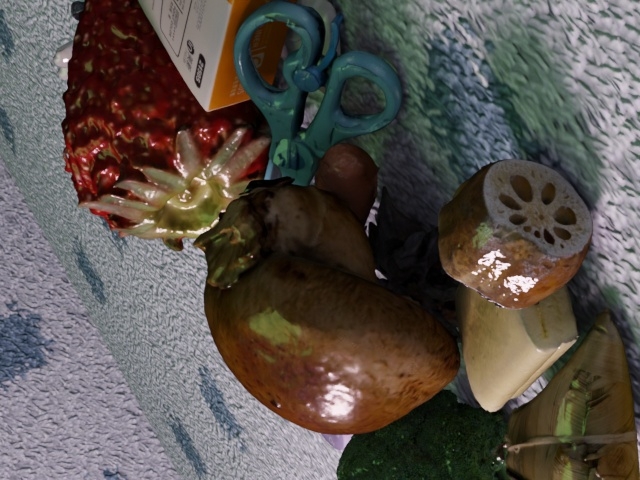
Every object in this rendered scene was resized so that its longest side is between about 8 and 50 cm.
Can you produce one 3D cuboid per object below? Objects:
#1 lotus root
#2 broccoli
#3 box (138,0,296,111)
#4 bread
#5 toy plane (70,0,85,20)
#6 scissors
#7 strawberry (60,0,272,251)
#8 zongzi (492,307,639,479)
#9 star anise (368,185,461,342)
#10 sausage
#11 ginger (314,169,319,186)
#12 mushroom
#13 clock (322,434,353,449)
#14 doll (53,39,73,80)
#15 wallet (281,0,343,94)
[{"bbox_3d":[0.165,-0.013,1.034,0.122,0.112,0.081,29,145,0],"label":"lotus root"},{"bbox_3d":[0.137,0.298,1.352,0.270,0.270,0.270,32,160,-7],"label":"broccoli"},{"bbox_3d":[-0.111,-0.305,1.290,0.220,0.091,0.273,57,150,25],"label":"box"},{"bbox_3d":[0.178,0.069,1.138,0.178,0.060,0.139,111,153,-66],"label":"bread"},{"bbox_3d":[-0.291,-0.358,1.625,0.271,0.105,0.254,60,-159,-79],"label":"toy plane"},{"bbox_3d":[-0.030,-0.104,1.324,0.180,0.032,0.393,27,145,3],"label":"scissors"},{"bbox_3d":[-0.193,-0.168,1.518,0.292,0.292,0.343,96,162,-56],"label":"strawberry"},{"bbox_3d":[0.230,0.152,1.133,0.194,0.099,0.197,-167,76,-76],"label":"zongzi"},{"bbox_3d":[0.096,0.037,1.320,0.180,0.061,0.204,59,160,9],"label":"star anise"},{"bbox_3d":[0.017,-0.006,1.340,0.078,0.078,0.304,51,151,28],"label":"sausage"},{"bbox_3d":[0.000,0.000,1.493,0.294,0.086,0.131,102,150,-47],"label":"ginger"},{"bbox_3d":[-0.009,0.074,1.225,0.283,0.195,0.263,52,174,-9],"label":"mushroom"},{"bbox_3d":[0.006,0.187,1.713,0.198,0.064,0.172,55,158,19],"label":"clock"},{"bbox_3d":[-0.321,-0.207,1.894,0.271,0.144,0.208,55,168,6],"label":"doll"},{"bbox_3d":[-0.034,-0.240,1.334,0.183,0.032,0.124,44,154,39],"label":"wallet"}]
